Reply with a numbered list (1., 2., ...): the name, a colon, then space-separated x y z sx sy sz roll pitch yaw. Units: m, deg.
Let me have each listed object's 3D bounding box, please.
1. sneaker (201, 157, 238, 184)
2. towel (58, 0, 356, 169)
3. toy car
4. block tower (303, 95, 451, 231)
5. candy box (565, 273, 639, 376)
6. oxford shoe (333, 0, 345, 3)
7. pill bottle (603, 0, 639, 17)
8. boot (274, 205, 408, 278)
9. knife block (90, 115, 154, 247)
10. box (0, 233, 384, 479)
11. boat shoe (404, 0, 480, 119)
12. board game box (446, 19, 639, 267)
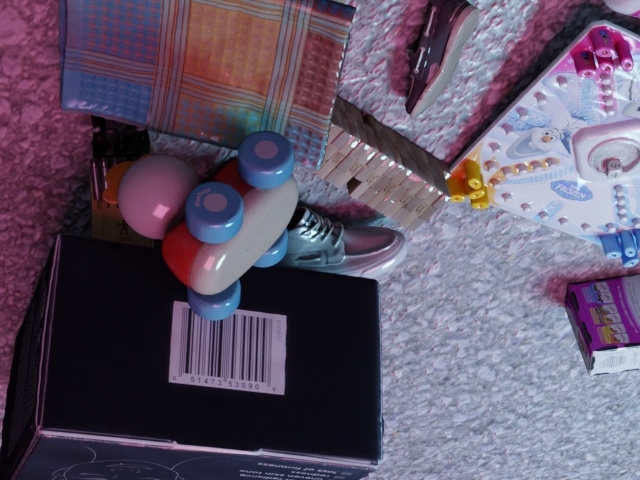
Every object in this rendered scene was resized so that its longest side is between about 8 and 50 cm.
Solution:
1. sneaker: -0.144 -0.039 1.888 0.089 0.051 0.170 -9 117 5
2. towel: -0.157 -0.229 1.582 0.370 0.040 0.271 14 136 1
3. toy car: -0.173 -0.058 1.643 0.238 0.210 0.219 32 148 17
4. block tower: 0.050 -0.129 1.821 0.335 0.097 0.091 27 124 -32
5. candy box: 0.551 0.137 2.113 0.233 0.159 0.071 -8 135 -2
6. oxford shoe: -0.018 -0.303 1.601 0.123 0.130 0.348 20 133 -26
7. pill bottle: 0.464 -0.364 1.625 0.283 0.160 0.160 9 131 -17
8. boot: 0.000 0.000 1.927 0.258 0.095 0.123 -12 134 9
9. knife block: -0.289 -0.097 1.814 0.088 0.242 0.276 -1 178 -7
10. box: -0.210 0.234 1.872 0.480 0.297 0.472 9 154 -18
11. boat shoe: 0.158 -0.262 1.753 0.065 0.075 0.206 38 136 14
12. board game box: 0.447 -0.125 1.873 0.390 0.050 0.390 19 138 -24
